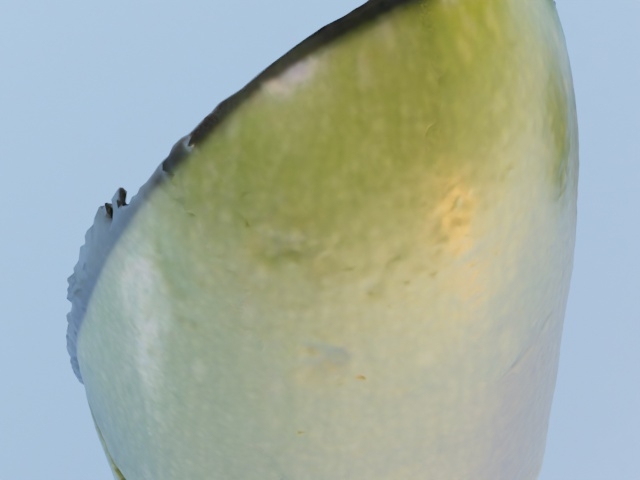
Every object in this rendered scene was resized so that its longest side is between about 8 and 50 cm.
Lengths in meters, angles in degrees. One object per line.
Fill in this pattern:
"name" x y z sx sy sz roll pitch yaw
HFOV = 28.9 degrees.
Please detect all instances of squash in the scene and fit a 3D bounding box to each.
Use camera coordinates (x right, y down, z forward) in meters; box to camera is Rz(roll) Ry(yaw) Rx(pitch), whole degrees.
"squash" 0.000 0.000 0.552 0.234 0.309 0.210 -25 -136 -18
